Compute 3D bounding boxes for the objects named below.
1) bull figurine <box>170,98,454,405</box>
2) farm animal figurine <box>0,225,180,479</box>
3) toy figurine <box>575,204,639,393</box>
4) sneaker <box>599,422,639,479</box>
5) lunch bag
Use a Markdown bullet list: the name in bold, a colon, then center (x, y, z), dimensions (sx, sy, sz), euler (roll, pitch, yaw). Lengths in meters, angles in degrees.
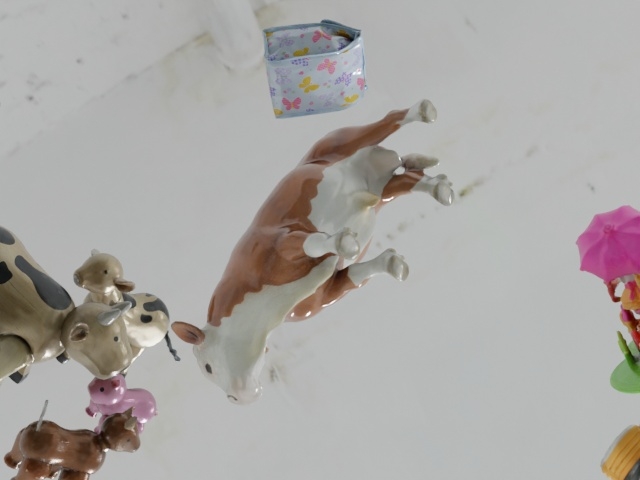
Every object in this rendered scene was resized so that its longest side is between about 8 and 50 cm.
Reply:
- **bull figurine**: center (0.000, 0.000, 0.942), dimensions (0.188, 0.101, 0.310), euler (-15, -144, 42)
- **farm animal figurine**: center (-0.277, 0.090, 1.143), dimensions (0.327, 0.330, 0.172), euler (38, -73, -15)
- **toy figurine**: center (0.307, 0.041, 1.041), dimensions (0.130, 0.173, 0.159), euler (-25, -85, 12)
- **sneaker**: center (0.285, 0.136, 0.686), dimensions (0.215, 0.084, 0.083), euler (-17, -130, -16)
- **lunch bag**: center (-0.003, -0.146, 0.912), dimensions (0.083, 0.071, 0.053), euler (-6, -128, 3)
